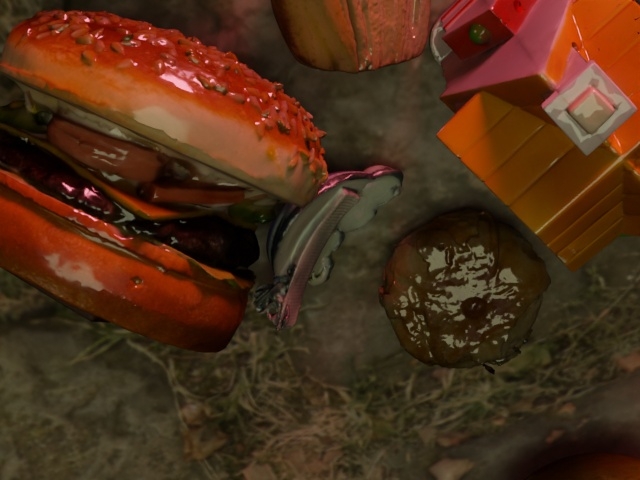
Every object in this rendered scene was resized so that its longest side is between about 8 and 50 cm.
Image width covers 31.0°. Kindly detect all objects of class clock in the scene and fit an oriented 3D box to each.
[{"bbox_3d":[0.202,-0.087,0.870,0.235,0.309,0.166,43,105,-12],"label":"clock"}]

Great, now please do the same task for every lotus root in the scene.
[{"bbox_3d":[0.018,-0.206,0.958,0.159,0.095,0.135,-26,119,-31],"label":"lotus root"}]

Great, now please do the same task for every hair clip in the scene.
[{"bbox_3d":[0.000,0.000,1.021,0.049,0.116,0.172,39,106,25],"label":"hair clip"}]

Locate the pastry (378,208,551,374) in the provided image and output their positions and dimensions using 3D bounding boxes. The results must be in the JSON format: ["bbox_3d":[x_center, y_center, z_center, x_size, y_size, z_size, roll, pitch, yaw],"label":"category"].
[{"bbox_3d":[0.129,0.046,1.045,0.153,0.081,0.153,4,107,11],"label":"pastry"}]

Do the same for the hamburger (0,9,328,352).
[{"bbox_3d":[-0.142,-0.056,0.915,0.291,0.291,0.225,25,91,-7],"label":"hamburger"}]

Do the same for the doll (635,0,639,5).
[{"bbox_3d":[0.324,-0.283,0.878,0.215,0.161,0.257,31,127,24],"label":"doll"}]

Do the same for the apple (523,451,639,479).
[{"bbox_3d":[0.268,0.291,1.074,0.196,0.196,0.196,1,110,2],"label":"apple"}]
